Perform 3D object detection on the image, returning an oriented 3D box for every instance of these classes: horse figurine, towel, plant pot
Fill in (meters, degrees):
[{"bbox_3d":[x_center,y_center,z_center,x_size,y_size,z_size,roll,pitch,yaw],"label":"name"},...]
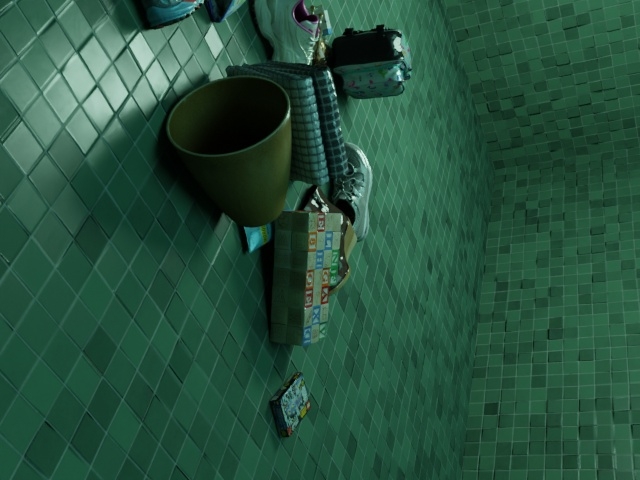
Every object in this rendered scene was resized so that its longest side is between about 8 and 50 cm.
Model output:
[{"bbox_3d":[-0.013,-0.501,2.115,0.263,0.066,0.175,-87,178,-46],"label":"horse figurine"},{"bbox_3d":[-0.064,-0.256,1.667,0.121,0.283,0.235,-27,120,-28],"label":"towel"},{"bbox_3d":[-0.152,-0.152,1.568,0.254,0.237,0.237,75,22,-46],"label":"plant pot"}]

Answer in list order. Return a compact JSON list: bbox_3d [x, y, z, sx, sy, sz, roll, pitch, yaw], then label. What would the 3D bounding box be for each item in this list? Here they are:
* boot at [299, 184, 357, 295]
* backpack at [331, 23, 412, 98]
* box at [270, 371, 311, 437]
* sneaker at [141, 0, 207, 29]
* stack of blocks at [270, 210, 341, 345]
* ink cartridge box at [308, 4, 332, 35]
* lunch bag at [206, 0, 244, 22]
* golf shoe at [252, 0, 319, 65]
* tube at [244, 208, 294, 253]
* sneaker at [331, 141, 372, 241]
[{"bbox_3d":[0.000,0.000,2.040,0.207,0.090,0.248,51,41,-28],"label":"boot"},{"bbox_3d":[0.161,-0.521,2.351,0.253,0.225,0.191,-17,102,-76],"label":"backpack"},{"bbox_3d":[-0.066,0.373,1.808,0.137,0.027,0.094,-43,123,-62],"label":"box"},{"bbox_3d":[-0.267,-0.514,1.533,0.125,0.104,0.262,65,29,-29],"label":"sneaker"},{"bbox_3d":[-0.033,0.081,1.828,0.171,0.087,0.297,-3,97,-64],"label":"stack of blocks"},{"bbox_3d":[-0.001,-0.616,2.223,0.028,0.048,0.083,-38,118,-63],"label":"ink cartridge box"},{"bbox_3d":[-0.196,-0.561,1.721,0.129,0.096,0.151,-60,166,-54],"label":"lunch bag"},{"bbox_3d":[-0.058,-0.476,1.947,0.115,0.140,0.306,-70,145,-49],"label":"golf shoe"},{"bbox_3d":[-0.118,-0.030,1.797,0.207,0.052,0.080,-24,100,-61],"label":"tube"},{"bbox_3d":[0.083,-0.135,2.198,0.115,0.105,0.282,-5,88,-66],"label":"sneaker"}]
